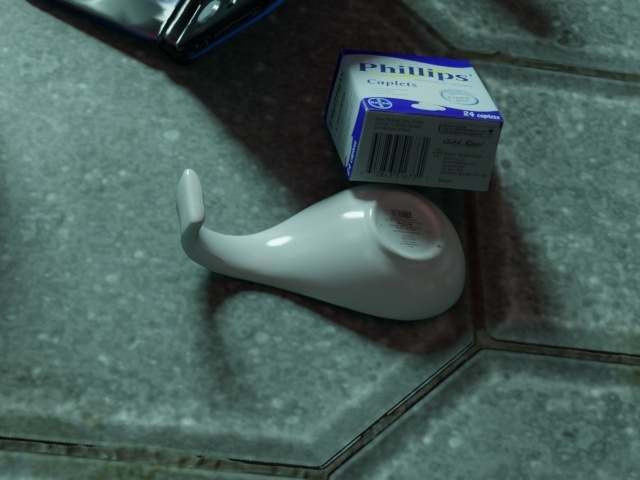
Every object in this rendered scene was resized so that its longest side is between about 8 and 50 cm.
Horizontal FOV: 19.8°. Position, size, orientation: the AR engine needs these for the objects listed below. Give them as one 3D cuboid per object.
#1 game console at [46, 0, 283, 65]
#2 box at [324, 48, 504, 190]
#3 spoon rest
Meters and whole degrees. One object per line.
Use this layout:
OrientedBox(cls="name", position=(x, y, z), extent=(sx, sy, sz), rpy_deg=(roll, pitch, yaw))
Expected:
OrientedBox(cls="game console", position=(-0.102, -0.324, 1.678), extent=(0.173, 0.250, 0.293), rpy_deg=(39, 58, -20))
OrientedBox(cls="box", position=(0.080, -0.107, 1.613), extent=(0.126, 0.072, 0.137), rpy_deg=(4, 27, -13))
OrientedBox(cls="spoon rest", position=(0.000, 0.000, 1.553), extent=(0.276, 0.084, 0.137), rpy_deg=(9, 53, -26))
